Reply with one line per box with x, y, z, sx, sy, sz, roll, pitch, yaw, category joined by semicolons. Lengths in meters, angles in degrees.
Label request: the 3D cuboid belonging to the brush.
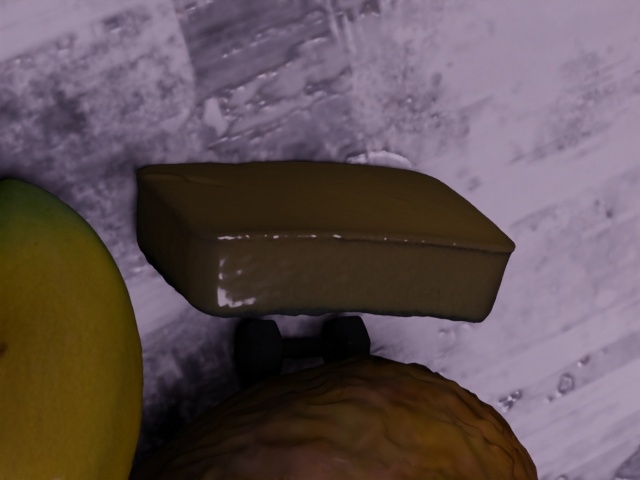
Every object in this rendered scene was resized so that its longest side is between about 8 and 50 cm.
0.000;0.000;0.869;0.197;0.123;0.059;1;110;-25;brush

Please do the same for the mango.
-0.157;0.080;0.785;0.137;0.091;0.237;14;67;4;mango

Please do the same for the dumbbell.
-0.011;0.066;0.936;0.083;0.036;0.040;-1;109;-25;dumbbell

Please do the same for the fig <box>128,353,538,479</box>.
-0.057;0.174;0.872;0.369;0.286;0.286;25;96;1;fig
